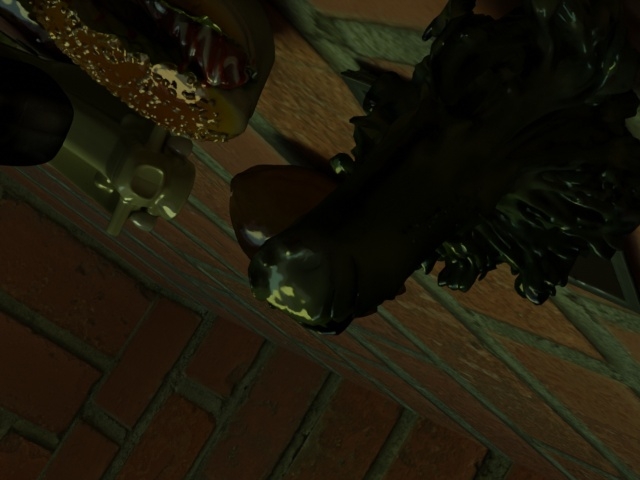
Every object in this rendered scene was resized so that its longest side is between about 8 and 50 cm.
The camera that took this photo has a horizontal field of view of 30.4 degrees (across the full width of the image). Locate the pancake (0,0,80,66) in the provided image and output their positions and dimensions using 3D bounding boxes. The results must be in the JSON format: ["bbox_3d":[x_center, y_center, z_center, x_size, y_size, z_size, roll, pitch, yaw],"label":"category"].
[{"bbox_3d":[-0.377,-0.281,1.282,0.427,0.067,0.305,35,171,-25],"label":"pancake"}]

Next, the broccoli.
[{"bbox_3d":[0.088,-0.046,0.619,0.177,0.198,0.275,51,-157,4],"label":"broccoli"}]

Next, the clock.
[{"bbox_3d":[-0.265,-0.112,1.059,0.276,0.120,0.379,34,-167,39],"label":"clock"}]

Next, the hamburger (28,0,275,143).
[{"bbox_3d":[-0.136,-0.165,0.937,0.210,0.116,0.173,31,154,6],"label":"hamburger"}]

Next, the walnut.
[{"bbox_3d":[0.000,0.000,1.296,0.245,0.137,0.137,35,169,-17],"label":"walnut"}]

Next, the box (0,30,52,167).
[{"bbox_3d":[-0.406,-0.207,1.408,0.200,0.106,0.299,35,180,33],"label":"box"}]

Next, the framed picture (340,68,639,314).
[{"bbox_3d":[0.157,-0.038,0.999,0.231,0.018,0.293,25,167,30],"label":"framed picture"}]
